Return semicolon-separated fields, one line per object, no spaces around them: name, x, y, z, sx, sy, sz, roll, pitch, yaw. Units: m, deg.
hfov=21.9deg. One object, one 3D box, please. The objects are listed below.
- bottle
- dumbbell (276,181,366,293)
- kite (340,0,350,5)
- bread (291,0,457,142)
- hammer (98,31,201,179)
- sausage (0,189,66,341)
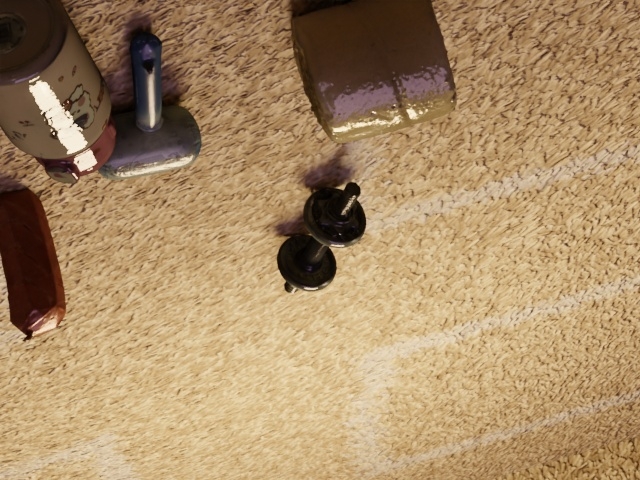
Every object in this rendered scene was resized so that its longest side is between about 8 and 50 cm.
bottle;-0.259;-0.138;1.563;0.110;0.110;0.233;-18;154;1
dumbbell;0.000;0.000;2.031;0.082;0.081;0.254;-5;153;-24
kite;0.050;-0.277;1.597;0.139;0.011;0.156;-1;149;-24
bread;0.052;-0.172;1.656;0.141;0.134;0.148;-16;159;-1
hammer;-0.178;-0.139;1.676;0.116;0.069;0.194;-11;145;-13
sausage;-0.315;0.031;1.794;0.065;0.169;0.065;-15;157;-6
